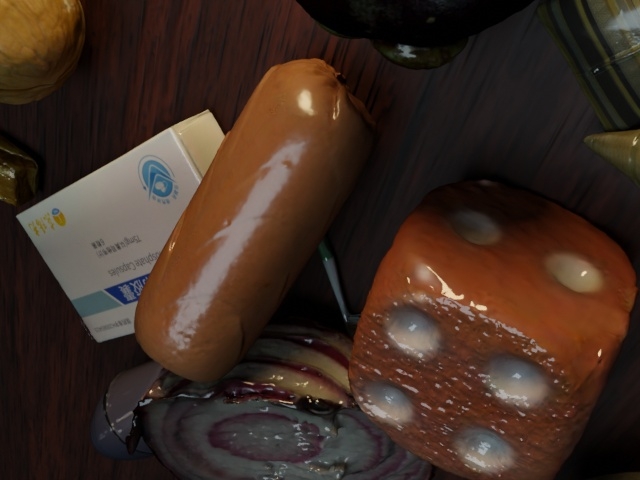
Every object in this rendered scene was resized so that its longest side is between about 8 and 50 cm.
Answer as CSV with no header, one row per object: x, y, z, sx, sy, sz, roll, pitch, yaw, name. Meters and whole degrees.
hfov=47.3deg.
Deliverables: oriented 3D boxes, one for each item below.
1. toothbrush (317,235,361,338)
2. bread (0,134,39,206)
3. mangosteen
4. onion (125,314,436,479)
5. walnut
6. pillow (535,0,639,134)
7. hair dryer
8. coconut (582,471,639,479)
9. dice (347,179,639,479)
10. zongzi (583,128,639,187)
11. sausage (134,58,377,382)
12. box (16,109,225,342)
0.000,0.000,0.738,0.024,0.018,0.257,-10,112,36,toothbrush
-0.424,-0.101,0.951,0.132,0.053,0.074,29,135,17,bread
0.060,-0.195,0.469,0.194,0.194,0.230,33,157,14,mangosteen
-0.032,0.197,0.804,0.314,0.146,0.280,-3,138,7,onion
-0.328,-0.235,0.726,0.165,0.165,0.197,-28,107,43,walnut
0.246,-0.149,0.454,0.203,0.038,0.113,-26,101,43,pillow
-0.115,0.284,0.968,0.361,0.121,0.301,46,126,-11,hair dryer
0.272,0.308,0.605,0.227,0.227,0.230,7,127,32,coconut
0.137,0.070,0.578,0.179,0.175,0.174,26,129,21,dice
0.279,0.008,0.509,0.178,0.081,0.189,7,124,41,zongzi
-0.060,-0.015,0.652,0.121,0.121,0.304,36,109,11,sausage
-0.203,0.002,0.850,0.343,0.065,0.200,-17,107,41,box
